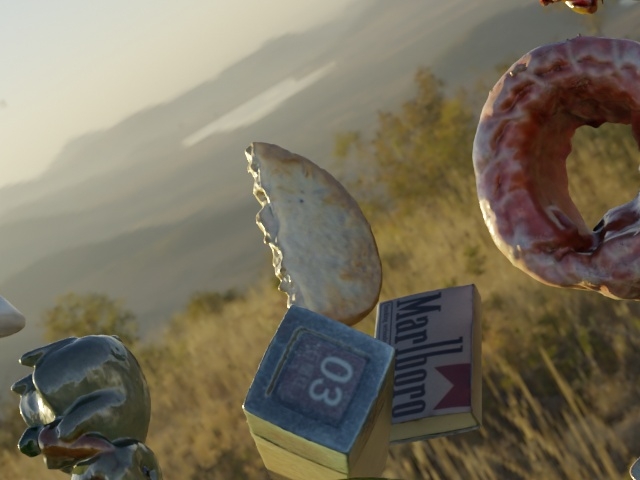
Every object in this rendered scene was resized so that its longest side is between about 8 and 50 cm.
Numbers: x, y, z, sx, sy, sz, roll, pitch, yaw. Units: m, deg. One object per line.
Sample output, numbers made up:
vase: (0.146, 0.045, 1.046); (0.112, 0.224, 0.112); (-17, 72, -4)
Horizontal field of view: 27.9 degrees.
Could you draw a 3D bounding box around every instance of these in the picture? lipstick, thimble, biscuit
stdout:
lipstick: (0.006, 0.146, 0.954); (0.371, 0.076, 0.079); (83, -150, -71)
thimble: (0.266, -0.062, 1.160); (0.239, 0.239, 0.162); (-26, -10, 23)
biscuit: (0.000, 0.000, 1.879); (0.205, 0.309, 0.040); (7, -36, -41)

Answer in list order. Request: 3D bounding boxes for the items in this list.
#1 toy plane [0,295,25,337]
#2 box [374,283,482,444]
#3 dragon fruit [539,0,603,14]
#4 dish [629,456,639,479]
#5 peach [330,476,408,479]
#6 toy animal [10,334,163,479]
toy plane: (-0.514, 0.097, 1.696); (0.251, 0.255, 0.101); (-34, 46, 52)
box: (0.109, 0.125, 1.336); (0.115, 0.036, 0.177); (-13, 41, 19)
dragon fruit: (0.301, -0.330, 1.487); (0.133, 0.208, 0.150); (-61, -7, -5)
dish: (0.500, 0.294, 1.669); (0.151, 0.077, 0.212); (-61, 12, 7)
peach: (0.045, 0.278, 0.732); (0.281, 0.314, 0.315); (-46, -3, -33)
toy animal: (-0.183, 0.189, 1.140); (0.138, 0.236, 0.108); (-27, -25, -30)
